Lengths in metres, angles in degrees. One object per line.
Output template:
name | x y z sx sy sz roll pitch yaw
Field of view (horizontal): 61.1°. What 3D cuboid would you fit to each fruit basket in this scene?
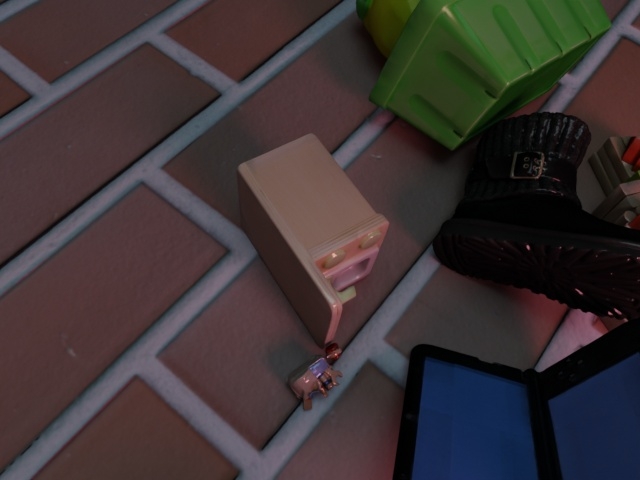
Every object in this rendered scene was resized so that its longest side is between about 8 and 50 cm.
fruit basket | 0.223 -0.371 0.909 0.391 0.283 0.392 7 63 -14

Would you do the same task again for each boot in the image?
boot | 0.352 -0.053 0.761 0.347 0.131 0.260 17 59 32

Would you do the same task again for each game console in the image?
game console | 0.233 0.187 0.585 0.173 0.250 0.293 41 30 -9

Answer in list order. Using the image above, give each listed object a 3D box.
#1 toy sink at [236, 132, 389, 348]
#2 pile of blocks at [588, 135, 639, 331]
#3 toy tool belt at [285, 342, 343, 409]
toy sink | 0.000 0.000 0.739 0.131 0.153 0.234 -27 66 -19
pile of blocks | 0.501 -0.029 0.823 0.148 0.113 0.362 16 62 4
toy tool belt | 0.001 0.177 0.706 0.083 0.052 0.051 -34 101 -18
